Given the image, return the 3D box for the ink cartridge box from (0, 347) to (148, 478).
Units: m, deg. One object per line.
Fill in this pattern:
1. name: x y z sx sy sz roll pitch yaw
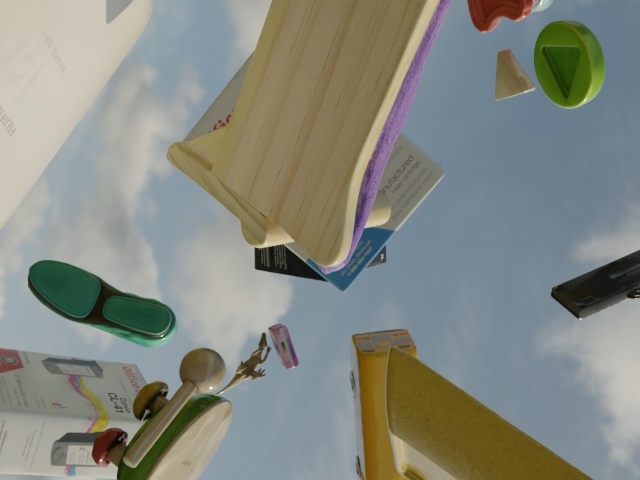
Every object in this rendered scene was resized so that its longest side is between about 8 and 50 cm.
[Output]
1. ink cartridge box: -0.451 0.304 1.751 0.226 0.306 0.131 42 -63 55

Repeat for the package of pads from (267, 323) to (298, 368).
1. package of pads: -0.070 0.202 1.905 0.083 0.032 0.050 71 -16 -9

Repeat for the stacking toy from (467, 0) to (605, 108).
1. stacking toy: 0.371 -0.356 1.538 0.309 0.130 0.279 18 -57 62

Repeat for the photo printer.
1. photo printer: -0.243 -0.116 0.654 0.307 0.107 0.256 -58 171 -16

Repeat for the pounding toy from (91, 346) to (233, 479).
1. pounding toy: -0.200 0.221 1.169 0.183 0.110 0.237 -46 160 -34

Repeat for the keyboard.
1. keyboard: 0.383 0.050 1.213 0.108 0.180 0.023 -133 -159 -67

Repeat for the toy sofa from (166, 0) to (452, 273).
1. toy sofa: 0.047 -0.165 0.683 0.177 0.150 0.362 37 -61 29

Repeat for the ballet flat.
1. ballet flat: -0.336 0.107 1.532 0.087 0.247 0.083 97 15 -62

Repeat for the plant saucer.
1. plant saucer: 0.204 0.294 1.205 0.081 0.333 0.333 -52 160 -16

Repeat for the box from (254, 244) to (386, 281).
1. box: 0.000 0.000 1.620 0.158 0.156 0.093 8 -75 38

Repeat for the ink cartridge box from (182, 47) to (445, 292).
1. ink cartridge box: -0.013 -0.114 1.400 0.223 0.307 0.129 -50 -178 9

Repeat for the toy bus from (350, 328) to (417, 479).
1. toy bus: 0.120 0.324 1.787 0.130 0.108 0.332 -115 -161 -70

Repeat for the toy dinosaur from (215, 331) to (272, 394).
1. toy dinosaur: -0.146 0.256 1.947 0.183 0.053 0.092 -47 -174 -25
